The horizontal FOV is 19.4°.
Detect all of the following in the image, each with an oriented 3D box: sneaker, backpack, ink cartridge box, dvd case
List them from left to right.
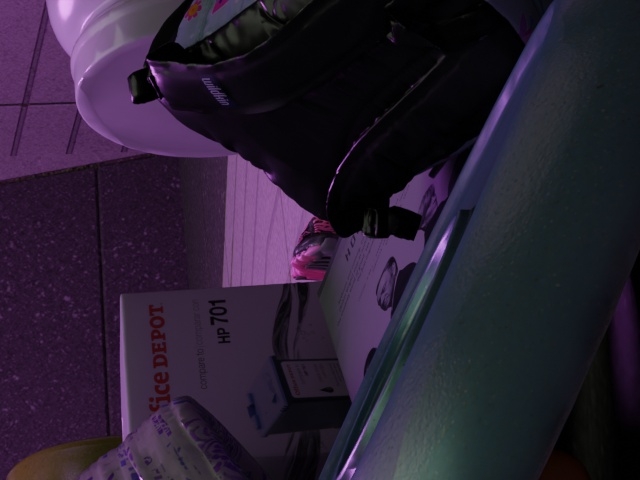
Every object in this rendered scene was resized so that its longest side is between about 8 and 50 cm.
[{"bbox_3d":[-0.016,0.097,1.052,0.140,0.190,0.082,-101,11,-48],"label":"ink cartridge box"},{"bbox_3d":[0.000,0.000,1.498,0.119,0.047,0.057,135,144,-78],"label":"sneaker"},{"bbox_3d":[0.022,-0.094,0.805,0.182,0.152,0.115,-34,33,52],"label":"backpack"},{"bbox_3d":[0.054,0.002,0.899,0.239,0.029,0.179,-107,36,-66],"label":"dvd case"}]

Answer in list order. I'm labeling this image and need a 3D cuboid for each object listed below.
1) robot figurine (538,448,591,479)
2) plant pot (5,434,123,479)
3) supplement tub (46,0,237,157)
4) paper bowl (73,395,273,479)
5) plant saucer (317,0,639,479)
[{"bbox_3d":[0.076,0.165,0.614,0.158,0.128,0.219,-52,-3,-15],"label":"robot figurine"},{"bbox_3d":[-0.118,0.337,1.351,0.366,0.366,0.353,105,166,-66],"label":"plant pot"},{"bbox_3d":[-0.089,-0.243,1.372,0.228,0.228,0.316,103,162,-64],"label":"supplement tub"},{"bbox_3d":[-0.028,0.223,0.860,0.284,0.148,0.284,49,176,5],"label":"paper bowl"},{"bbox_3d":[0.042,0.043,0.614,0.317,0.043,0.318,24,-90,-89],"label":"plant saucer"}]
